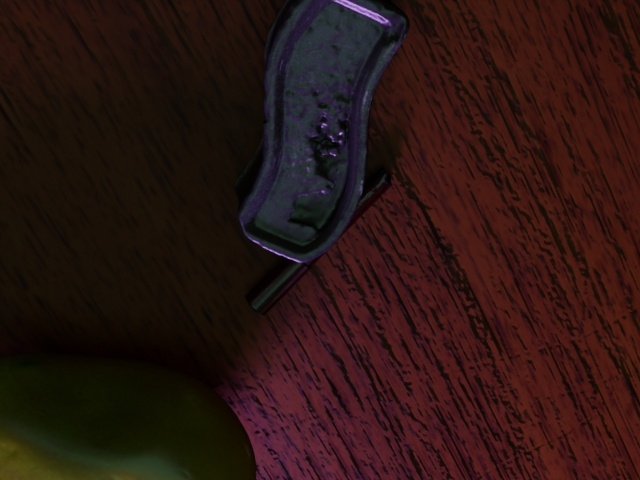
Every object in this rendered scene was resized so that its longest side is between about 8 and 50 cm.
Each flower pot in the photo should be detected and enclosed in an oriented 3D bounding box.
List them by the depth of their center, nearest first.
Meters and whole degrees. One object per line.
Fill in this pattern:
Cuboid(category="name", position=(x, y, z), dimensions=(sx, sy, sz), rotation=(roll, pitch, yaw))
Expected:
Cuboid(category="flower pot", position=(-0.006, -0.102, 0.766), dimensions=(0.103, 0.108, 0.229), rotation=(13, 107, -7))

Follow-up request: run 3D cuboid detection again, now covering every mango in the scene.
Cuboid(category="mango", position=(-0.193, 0.198, 0.835), dimensions=(0.273, 0.149, 0.185), rotation=(11, 115, -2))

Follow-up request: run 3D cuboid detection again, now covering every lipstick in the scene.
Cuboid(category="lipstick", position=(0.000, 0.000, 0.845), dimensions=(0.027, 0.027, 0.176), rotation=(42, 100, -16))
